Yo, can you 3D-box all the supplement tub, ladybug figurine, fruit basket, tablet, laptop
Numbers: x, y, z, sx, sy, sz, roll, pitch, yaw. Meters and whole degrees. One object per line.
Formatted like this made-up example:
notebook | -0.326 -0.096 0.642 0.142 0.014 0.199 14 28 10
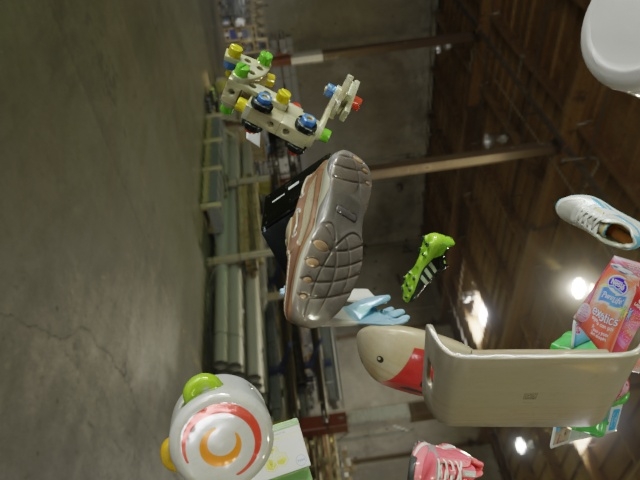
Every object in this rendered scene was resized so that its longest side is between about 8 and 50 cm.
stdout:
supplement tub | 0.525 -0.281 0.823 0.191 0.272 0.191 -13 -105 56
ladybug figurine | 0.309 0.384 1.786 0.305 0.449 0.162 -30 -136 59
fruit basket | 0.726 0.366 1.505 0.165 0.352 0.327 17 -82 57
tablet | -0.185 -0.305 1.619 0.054 0.006 0.083 30 50 -47
laptop | -0.026 -0.063 1.524 0.136 0.234 0.264 47 22 -28

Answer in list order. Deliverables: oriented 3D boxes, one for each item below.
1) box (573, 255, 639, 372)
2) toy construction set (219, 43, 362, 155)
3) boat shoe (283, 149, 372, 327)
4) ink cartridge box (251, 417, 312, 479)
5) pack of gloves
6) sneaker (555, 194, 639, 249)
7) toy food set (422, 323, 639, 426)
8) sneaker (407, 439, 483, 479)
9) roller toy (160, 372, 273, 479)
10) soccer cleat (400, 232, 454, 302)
box | 0.646 0.154 1.050 0.142 0.299 0.154 -103 -149 -61
toy construction set | -0.076 -0.307 1.272 0.215 0.327 0.151 -76 180 -49
boat shoe | 0.000 0.000 0.999 0.123 0.116 0.325 35 58 -31
ink cartridge box | -0.105 0.582 1.439 0.056 0.171 0.235 101 -27 -63
pack of gloves | 0.047 0.109 1.124 0.195 0.232 0.046 33 -66 58
sneaker | 0.705 -0.050 1.479 0.228 0.092 0.088 29 -62 32
toy food set | 0.313 0.196 0.891 0.220 0.305 0.092 82 8 -48
sneaker | 0.343 0.607 1.570 0.313 0.136 0.116 17 78 -52
roller toy | -0.192 0.364 1.117 0.146 0.191 0.210 -166 -84 -78
soccer cleat | 0.224 0.063 1.219 0.060 0.072 0.179 -105 -152 -52
